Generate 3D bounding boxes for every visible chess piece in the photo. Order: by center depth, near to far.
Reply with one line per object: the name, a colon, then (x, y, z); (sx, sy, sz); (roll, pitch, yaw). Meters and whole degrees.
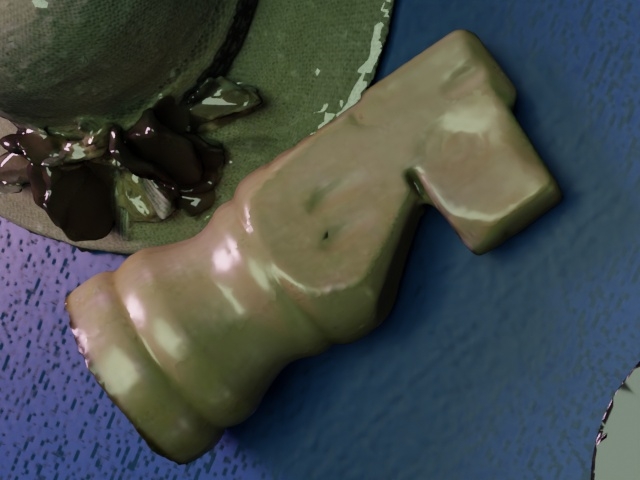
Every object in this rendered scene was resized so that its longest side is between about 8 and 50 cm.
chess piece: (0.000, 0.000, 0.598); (0.200, 0.090, 0.090); (-36, 70, 4)

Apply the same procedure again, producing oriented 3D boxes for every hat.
hat: (-0.109, -0.123, 0.628); (0.257, 0.130, 0.257); (-3, 83, 24)

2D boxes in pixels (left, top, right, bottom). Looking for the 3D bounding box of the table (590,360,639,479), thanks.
table: (0.166, 0.089, 0.525); (0.133, 0.043, 0.134); (-3, 82, 23)
